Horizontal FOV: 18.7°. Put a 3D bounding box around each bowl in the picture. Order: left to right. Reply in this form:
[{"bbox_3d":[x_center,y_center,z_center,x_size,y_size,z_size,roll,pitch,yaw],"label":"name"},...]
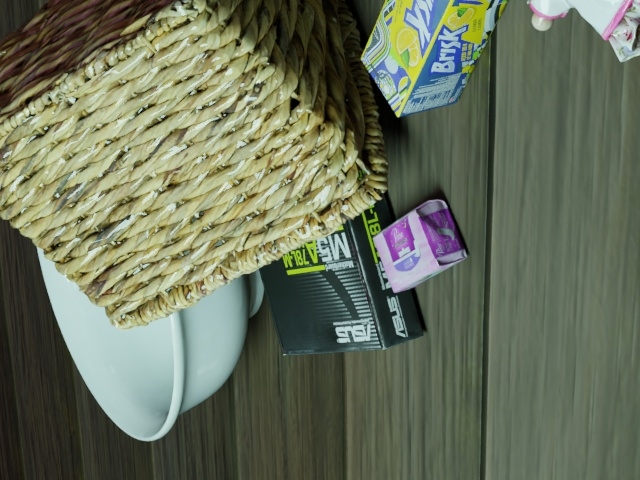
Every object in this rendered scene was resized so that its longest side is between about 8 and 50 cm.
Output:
[{"bbox_3d":[-0.142,0.021,1.762,0.298,0.134,0.298,40,139,46],"label":"bowl"}]

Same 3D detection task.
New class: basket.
[{"bbox_3d":[-0.106,-0.107,1.520,0.299,0.213,0.223,-29,119,32],"label":"basket"}]

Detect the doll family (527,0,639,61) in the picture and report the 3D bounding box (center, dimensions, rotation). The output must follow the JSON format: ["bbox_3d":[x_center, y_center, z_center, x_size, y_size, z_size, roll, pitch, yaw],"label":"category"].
[{"bbox_3d":[0.185,-0.217,1.043,0.163,0.118,0.263,41,148,15],"label":"doll family"}]

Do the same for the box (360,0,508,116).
[{"bbox_3d":[0.084,-0.160,1.317,0.059,0.054,0.169,60,150,24],"label":"box"}]

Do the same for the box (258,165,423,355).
[{"bbox_3d":[0.000,0.000,1.580,0.191,0.045,0.184,-8,95,64],"label":"box"}]

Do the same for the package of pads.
[{"bbox_3d":[0.073,0.004,1.458,0.083,0.032,0.050,-35,75,62],"label":"package of pads"}]
